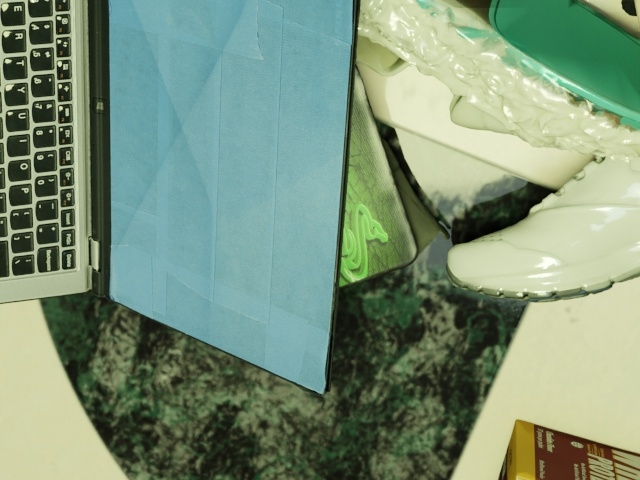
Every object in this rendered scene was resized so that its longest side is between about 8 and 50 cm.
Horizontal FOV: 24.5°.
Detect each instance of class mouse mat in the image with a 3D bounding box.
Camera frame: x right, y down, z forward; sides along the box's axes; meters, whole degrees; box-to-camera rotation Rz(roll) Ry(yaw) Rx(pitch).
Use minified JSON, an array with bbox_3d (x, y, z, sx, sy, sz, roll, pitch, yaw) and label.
[{"bbox_3d":[-0.014,-0.044,1.234,0.153,0.007,0.189,-20,104,-2],"label":"mouse mat"}]

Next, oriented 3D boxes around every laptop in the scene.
[{"bbox_3d":[-0.211,-0.066,1.154,0.408,0.236,0.382,-7,120,-19],"label":"laptop"}]

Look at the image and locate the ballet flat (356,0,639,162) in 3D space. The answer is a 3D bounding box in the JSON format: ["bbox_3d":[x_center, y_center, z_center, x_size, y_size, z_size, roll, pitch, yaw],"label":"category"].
[{"bbox_3d":[0.108,-0.172,1.207,0.409,0.147,0.147,32,107,1],"label":"ballet flat"}]

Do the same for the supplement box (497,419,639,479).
[{"bbox_3d":[0.237,0.291,1.300,0.191,0.129,0.194,16,107,3],"label":"supplement box"}]

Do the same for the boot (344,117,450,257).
[{"bbox_3d":[0.000,0.000,1.283,0.198,0.077,0.137,-35,103,16],"label":"boot"}]

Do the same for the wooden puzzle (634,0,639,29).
[{"bbox_3d":[0.338,-0.223,1.098,0.080,0.348,0.322,3,111,52],"label":"wooden puzzle"}]

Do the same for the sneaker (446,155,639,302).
[{"bbox_3d":[0.247,-0.023,1.241,0.297,0.111,0.129,-14,87,7],"label":"sneaker"}]

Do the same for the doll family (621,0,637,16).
[{"bbox_3d":[0.282,-0.232,1.184,0.111,0.076,0.193,-13,98,15],"label":"doll family"}]
